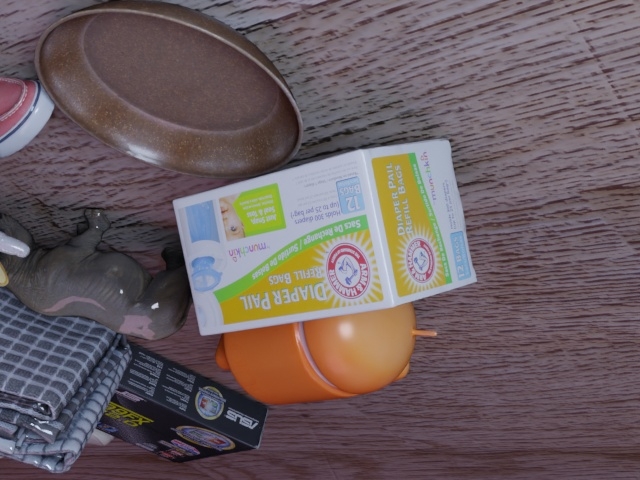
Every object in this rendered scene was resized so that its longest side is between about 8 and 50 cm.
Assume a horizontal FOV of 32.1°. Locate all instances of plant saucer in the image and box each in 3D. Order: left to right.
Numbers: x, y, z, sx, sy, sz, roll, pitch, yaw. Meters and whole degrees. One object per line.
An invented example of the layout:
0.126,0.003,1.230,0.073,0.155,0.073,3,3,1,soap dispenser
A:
-0.104,-0.112,0.801,0.199,0.036,0.198,13,154,6,plant saucer

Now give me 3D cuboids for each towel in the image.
-0.337,0.095,1.096,0.284,0.235,0.121,16,115,2,towel

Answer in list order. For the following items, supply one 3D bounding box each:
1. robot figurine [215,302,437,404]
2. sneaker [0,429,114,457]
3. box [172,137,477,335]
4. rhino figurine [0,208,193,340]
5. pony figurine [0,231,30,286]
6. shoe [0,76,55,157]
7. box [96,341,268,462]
-0.001,0.085,1.026,0.219,0.128,0.158,-15,101,45,robot figurine
-0.443,0.267,1.617,0.292,0.118,0.110,11,151,4,sneaker
0.000,0.000,0.837,0.203,0.114,0.103,-13,179,42,box
-0.229,0.027,1.054,0.243,0.106,0.073,14,153,2,rhino figurine
-0.414,-0.074,0.745,0.351,0.302,0.363,-4,139,15,pony figurine
-0.291,-0.107,0.876,0.178,0.063,0.081,-5,150,40,shoe
-0.238,0.210,1.461,0.270,0.060,0.216,30,150,-27,box
